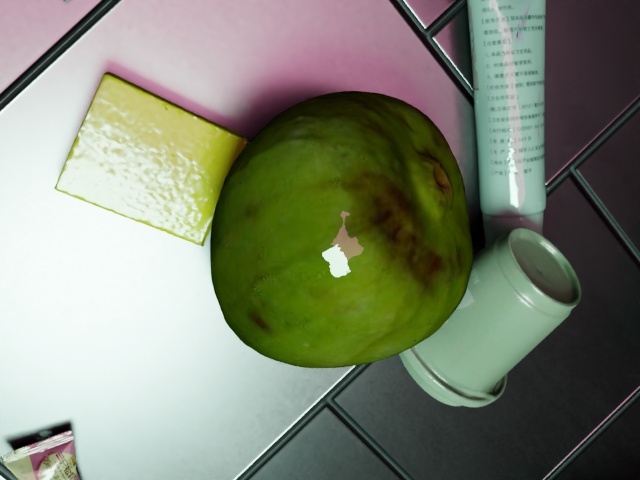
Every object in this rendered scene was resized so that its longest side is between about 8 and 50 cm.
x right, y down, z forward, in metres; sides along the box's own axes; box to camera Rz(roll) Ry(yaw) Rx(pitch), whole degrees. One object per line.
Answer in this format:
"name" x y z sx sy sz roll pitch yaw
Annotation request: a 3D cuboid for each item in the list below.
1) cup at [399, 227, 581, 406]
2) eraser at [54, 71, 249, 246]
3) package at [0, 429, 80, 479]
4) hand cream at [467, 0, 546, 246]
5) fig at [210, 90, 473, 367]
"cup" 0.140 0.063 0.702 0.120 0.120 0.141 32 129 -19
"eraser" -0.130 -0.062 0.661 0.122 0.045 0.097 24 95 -19
"package" -0.227 0.203 0.709 0.059 0.029 0.083 -16 117 -18
"hand cream" 0.159 -0.146 0.710 0.085 0.058 0.331 -7 105 -9
"fig" 0.000 0.000 0.650 0.225 0.203 0.203 -30 114 36
